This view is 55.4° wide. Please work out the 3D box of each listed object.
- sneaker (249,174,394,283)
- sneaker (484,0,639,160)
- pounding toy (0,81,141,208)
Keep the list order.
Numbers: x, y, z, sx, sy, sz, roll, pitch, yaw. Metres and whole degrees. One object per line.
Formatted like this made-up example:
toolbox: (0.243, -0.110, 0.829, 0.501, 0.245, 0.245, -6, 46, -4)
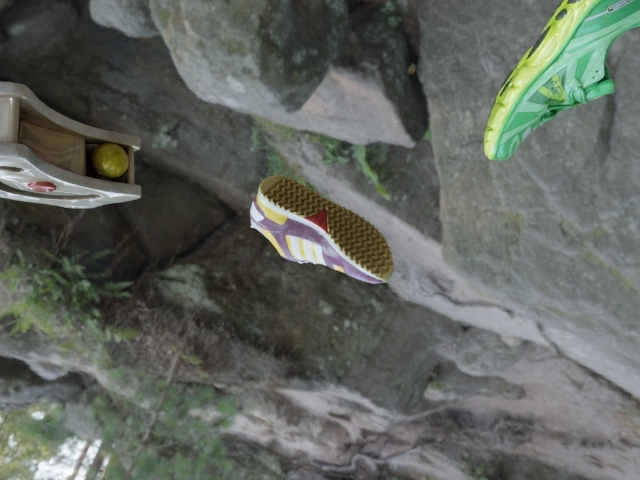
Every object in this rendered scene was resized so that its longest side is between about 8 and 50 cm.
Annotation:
sneaker: (0.000, 0.000, 0.724, 0.186, 0.069, 0.084, 36, 139, 8)
sneaker: (0.320, -0.208, 0.813, 0.124, 0.109, 0.295, 31, 132, 0)
pounding toy: (-0.324, -0.133, 0.666, 0.154, 0.154, 0.270, -13, 165, 40)
